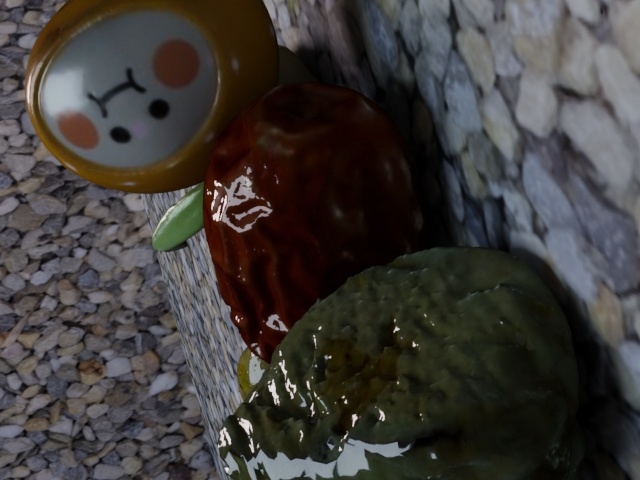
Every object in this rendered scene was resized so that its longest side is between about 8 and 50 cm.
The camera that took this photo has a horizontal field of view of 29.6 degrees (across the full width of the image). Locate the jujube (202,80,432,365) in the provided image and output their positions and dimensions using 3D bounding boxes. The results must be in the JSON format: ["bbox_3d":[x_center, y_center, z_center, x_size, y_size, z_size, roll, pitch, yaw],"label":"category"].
[{"bbox_3d":[0.000,0.000,0.937,0.174,0.174,0.250,-120,18,-45],"label":"jujube"}]

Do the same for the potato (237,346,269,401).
[{"bbox_3d":[-0.085,0.201,1.767,0.138,0.070,0.091,91,157,-53],"label":"potato"}]

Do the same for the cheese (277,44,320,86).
[{"bbox_3d":[-0.057,-0.094,1.183,0.218,0.117,0.235,-116,18,-44],"label":"cheese"}]

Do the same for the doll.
[{"bbox_3d":[-0.118,-0.114,1.001,0.236,0.213,0.213,56,174,-22],"label":"doll"}]

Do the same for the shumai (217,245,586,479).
[{"bbox_3d":[0.083,0.141,0.809,0.256,0.189,0.218,-13,120,41],"label":"shumai"}]
